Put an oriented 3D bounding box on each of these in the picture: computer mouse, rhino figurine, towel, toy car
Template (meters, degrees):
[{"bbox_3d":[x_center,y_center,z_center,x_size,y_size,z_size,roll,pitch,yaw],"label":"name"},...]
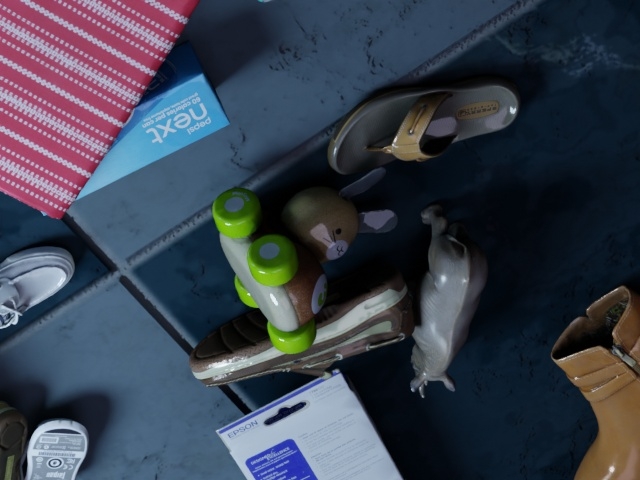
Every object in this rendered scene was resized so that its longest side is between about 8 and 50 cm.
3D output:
[{"bbox_3d":[-0.310,0.262,1.999,0.106,0.042,0.193,7,129,-19],"label":"computer mouse"},{"bbox_3d":[0.134,0.085,1.977,0.073,0.106,0.243,-2,126,-18],"label":"rhino figurine"},{"bbox_3d":[-0.259,-0.174,1.638,0.199,0.031,0.275,29,105,-20],"label":"towel"},{"bbox_3d":[0.000,0.000,1.853,0.188,0.149,0.155,-29,143,-12],"label":"toy car"}]

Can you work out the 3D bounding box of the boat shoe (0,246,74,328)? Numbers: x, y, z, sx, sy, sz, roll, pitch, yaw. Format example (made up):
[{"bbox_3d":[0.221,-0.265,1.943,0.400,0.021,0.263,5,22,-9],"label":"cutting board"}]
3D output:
[{"bbox_3d":[-0.341,0.067,1.821,0.184,0.063,0.066,-20,130,-3],"label":"boat shoe"}]

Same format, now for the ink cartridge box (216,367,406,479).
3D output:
[{"bbox_3d":[0.002,0.273,2.103,0.165,0.065,0.332,-26,132,1],"label":"ink cartridge box"}]

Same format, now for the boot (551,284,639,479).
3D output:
[{"bbox_3d":[0.359,0.196,2.139,0.220,0.109,0.283,30,110,-36],"label":"boot"}]

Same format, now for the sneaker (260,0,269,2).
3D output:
[{"bbox_3d":[0.017,-0.308,1.543,0.295,0.124,0.178,-42,109,-24],"label":"sneaker"}]

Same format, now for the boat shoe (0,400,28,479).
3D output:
[{"bbox_3d":[-0.377,0.260,1.954,0.068,0.072,0.190,-9,123,-52],"label":"boat shoe"}]

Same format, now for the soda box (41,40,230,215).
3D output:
[{"bbox_3d":[-0.203,-0.111,1.731,0.210,0.067,0.071,-27,130,1],"label":"soda box"}]

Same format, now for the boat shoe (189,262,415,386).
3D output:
[{"bbox_3d":[-0.015,0.119,1.939,0.257,0.095,0.095,-21,114,6],"label":"boat shoe"}]

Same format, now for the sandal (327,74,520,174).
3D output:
[{"bbox_3d":[0.115,-0.117,1.845,0.219,0.060,0.090,-12,129,-11],"label":"sandal"}]
